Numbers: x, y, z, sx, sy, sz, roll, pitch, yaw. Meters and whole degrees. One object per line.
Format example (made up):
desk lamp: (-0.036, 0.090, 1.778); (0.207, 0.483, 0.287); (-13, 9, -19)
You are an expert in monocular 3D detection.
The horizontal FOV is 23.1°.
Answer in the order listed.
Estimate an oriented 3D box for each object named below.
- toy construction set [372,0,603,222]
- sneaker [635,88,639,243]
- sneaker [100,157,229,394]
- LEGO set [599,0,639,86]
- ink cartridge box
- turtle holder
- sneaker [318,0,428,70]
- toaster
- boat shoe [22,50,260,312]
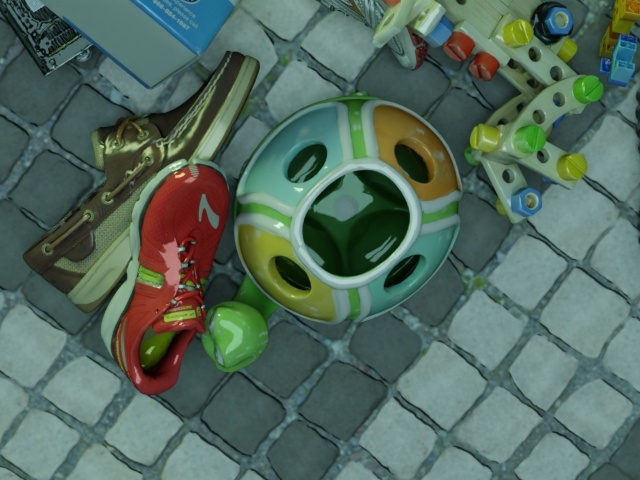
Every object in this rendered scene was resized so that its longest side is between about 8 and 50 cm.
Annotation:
toy construction set: (0.174, -0.193, 1.688); (0.328, 0.151, 0.215); (43, 70, -32)
sneaker: (0.426, -0.050, 1.772); (0.115, 0.105, 0.281); (-3, 97, -2)
sneaker: (-0.148, 0.045, 1.663); (0.107, 0.118, 0.279); (1, 123, -29)
LEGO set: (0.351, -0.212, 1.730); (0.087, 0.093, 0.227); (13, 57, -2)
ink cartridge box: (-0.159, -0.348, 1.608); (0.223, 0.129, 0.307); (39, 61, -16)
turtle holder: (0.000, -0.020, 1.690); (0.320, 0.227, 0.243); (-18, 99, 0)
sneaker: (0.044, -0.283, 1.744); (0.093, 0.088, 0.225); (-30, 103, 28)
toaster: (-0.278, -0.292, 1.700); (0.168, 0.110, 0.185); (-34, 98, 0)
boat shoe: (-0.201, -0.084, 1.729); (0.123, 0.123, 0.342); (37, 100, -8)
